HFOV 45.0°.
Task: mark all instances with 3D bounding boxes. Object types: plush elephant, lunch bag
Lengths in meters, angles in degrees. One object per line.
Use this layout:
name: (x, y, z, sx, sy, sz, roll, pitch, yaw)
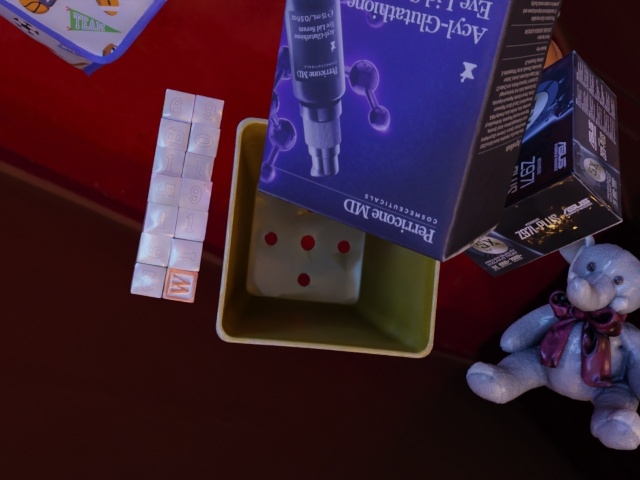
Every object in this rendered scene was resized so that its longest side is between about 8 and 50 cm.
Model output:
plush elephant: (0.433, 0.123, 1.219, 0.330, 0.271, 0.256, -22, 122, -43)
lunch bag: (-0.424, -0.448, 1.235, 0.327, 0.385, 0.239, 34, 77, -26)

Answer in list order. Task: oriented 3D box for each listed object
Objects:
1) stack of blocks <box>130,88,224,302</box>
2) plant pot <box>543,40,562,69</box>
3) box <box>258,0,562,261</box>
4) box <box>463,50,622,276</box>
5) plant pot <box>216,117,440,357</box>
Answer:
stack of blocks: (-0.213, -0.065, 1.149, 0.087, 0.171, 0.298, 10, 87, -13)
plant pot: (0.300, -0.338, 1.423, 0.290, 0.291, 0.203, -36, 142, -8)
box: (0.060, -0.112, 0.519, 0.108, 0.153, 0.207, -24, 129, -55)
box: (0.212, -0.075, 0.769, 0.077, 0.180, 0.147, 37, 137, -24)
plant pot: (0.000, 0.000, 0.831, 0.212, 0.187, 0.212, 6, 88, -10)
